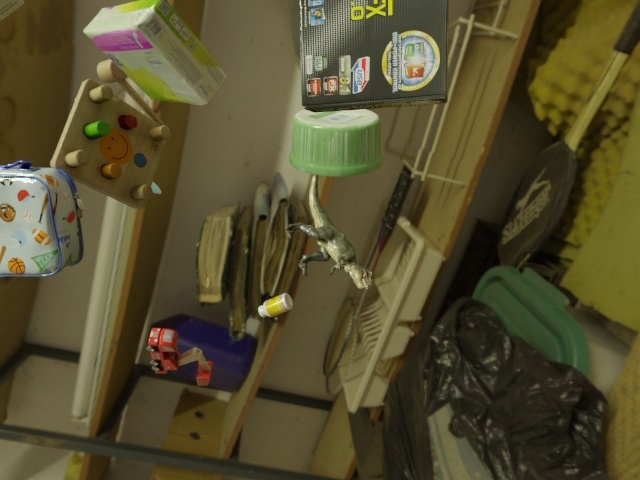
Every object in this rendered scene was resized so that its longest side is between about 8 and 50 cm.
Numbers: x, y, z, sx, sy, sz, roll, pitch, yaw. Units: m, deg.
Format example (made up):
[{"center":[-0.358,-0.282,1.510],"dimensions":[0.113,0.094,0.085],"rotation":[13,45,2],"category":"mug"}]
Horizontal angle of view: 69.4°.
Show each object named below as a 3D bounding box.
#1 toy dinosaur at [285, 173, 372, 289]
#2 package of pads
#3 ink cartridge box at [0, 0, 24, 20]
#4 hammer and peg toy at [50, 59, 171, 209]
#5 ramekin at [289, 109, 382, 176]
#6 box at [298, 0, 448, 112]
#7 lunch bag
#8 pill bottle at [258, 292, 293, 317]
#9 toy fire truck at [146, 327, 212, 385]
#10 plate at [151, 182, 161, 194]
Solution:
[{"center":[0.000,0.000,0.904],"dimensions":[0.268,0.118,0.064],"rotation":[62,165,20],"category":"toy dinosaur"},{"center":[-0.378,-0.424,1.068],"dimensions":[0.296,0.229,0.101],"rotation":[20,71,42],"category":"package of pads"},{"center":[-0.541,-0.421,0.661],"dimensions":[0.072,0.127,0.175],"rotation":[-57,-13,-23],"category":"ink cartridge box"},{"center":[-0.520,-0.290,1.221],"dimensions":[0.127,0.266,0.361],"rotation":[-3,67,34],"category":"hammer and peg toy"},{"center":[0.050,-0.323,1.459],"dimensions":[0.303,0.303,0.148],"rotation":[-92,3,-61],"category":"ramekin"},{"center":[0.078,-0.334,0.680],"dimensions":[0.060,0.216,0.270],"rotation":[-23,-66,-69],"category":"box"},{"center":[-0.657,-0.049,0.982],"dimensions":[0.115,0.303,0.243],"rotation":[-71,-19,-74],"category":"lunch bag"},{"center":[-0.114,0.165,1.160],"dimensions":[0.083,0.043,0.043],"rotation":[-24,34,20],"category":"pill bottle"},{"center":[-0.331,0.279,1.102],"dimensions":[0.192,0.135,0.047],"rotation":[101,170,-45],"category":"toy fire truck"},{"center":[-0.594,-0.199,1.471],"dimensions":[0.024,0.188,0.188],"rotation":[-50,12,5],"category":"plate"}]
